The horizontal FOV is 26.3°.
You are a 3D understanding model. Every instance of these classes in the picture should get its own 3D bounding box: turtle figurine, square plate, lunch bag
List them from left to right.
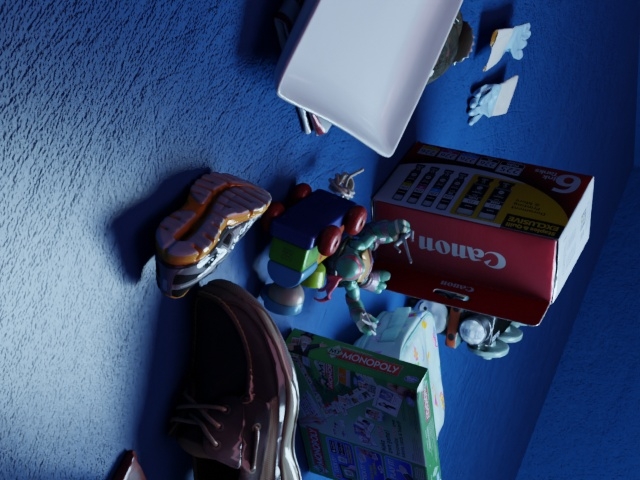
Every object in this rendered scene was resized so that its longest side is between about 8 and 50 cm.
[{"bbox_3d":[0.068,0.037,2.036,0.234,0.118,0.175,-45,161,-79],"label":"turtle figurine"},{"bbox_3d":[0.078,-0.309,1.789,0.344,0.049,0.347,22,92,-61],"label":"square plate"},{"bbox_3d":[0.127,0.234,2.257,0.279,0.108,0.224,-44,126,-70],"label":"lunch bag"}]

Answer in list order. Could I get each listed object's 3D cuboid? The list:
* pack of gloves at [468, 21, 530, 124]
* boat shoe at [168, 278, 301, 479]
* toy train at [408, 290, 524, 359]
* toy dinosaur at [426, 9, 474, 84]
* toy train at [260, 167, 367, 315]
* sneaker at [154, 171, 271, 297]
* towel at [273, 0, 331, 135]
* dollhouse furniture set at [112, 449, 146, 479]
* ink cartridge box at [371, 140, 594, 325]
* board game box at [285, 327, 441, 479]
[{"bbox_3d":[0.330,-0.325,2.619,0.232,0.046,0.195,-25,137,-61],"label":"pack of gloves"},{"bbox_3d":[-0.107,0.224,1.668,0.130,0.132,0.355,-27,116,-40],"label":"boat shoe"},{"bbox_3d":[0.292,0.111,2.547,0.334,0.190,0.142,-33,133,-60],"label":"toy train"},{"bbox_3d":[0.162,-0.302,2.072,0.313,0.121,0.160,-56,138,-51],"label":"toy dinosaur"},{"bbox_3d":[0.000,0.000,1.875,0.248,0.105,0.143,-38,147,-59],"label":"toy train"},{"bbox_3d":[-0.129,-0.010,1.571,0.215,0.084,0.083,-41,153,-52],"label":"sneaker"},{"bbox_3d":[0.035,-0.332,1.844,0.237,0.037,0.329,72,37,-52],"label":"towel"},{"bbox_3d":[-0.136,0.432,1.627,0.374,0.201,0.152,78,32,-47],"label":"dollhouse furniture set"},{"bbox_3d":[0.249,-0.017,2.191,0.272,0.309,0.130,-52,148,-48],"label":"ink cartridge box"},{"bbox_3d":[0.066,0.271,2.031,0.046,0.213,0.317,-58,153,-35],"label":"board game box"}]
